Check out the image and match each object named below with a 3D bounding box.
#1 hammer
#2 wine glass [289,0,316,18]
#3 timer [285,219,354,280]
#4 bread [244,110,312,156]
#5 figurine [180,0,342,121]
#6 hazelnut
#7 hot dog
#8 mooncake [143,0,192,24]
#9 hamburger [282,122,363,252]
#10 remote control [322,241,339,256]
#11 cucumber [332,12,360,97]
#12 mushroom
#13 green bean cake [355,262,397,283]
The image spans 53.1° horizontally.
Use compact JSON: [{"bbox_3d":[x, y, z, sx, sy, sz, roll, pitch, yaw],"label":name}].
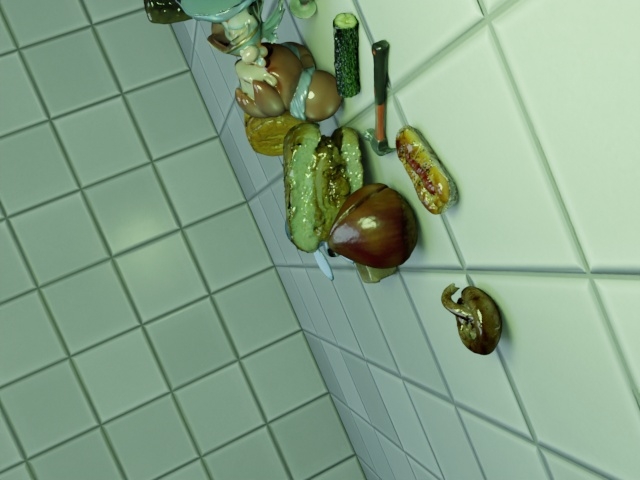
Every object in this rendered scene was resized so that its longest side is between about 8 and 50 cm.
[{"bbox_3d":[0.123,-0.292,1.339,0.111,0.033,0.288,57,164,36],"label":"hammer"},{"bbox_3d":[-0.030,-0.557,1.408,0.073,0.073,0.155,64,170,11],"label":"wine glass"},{"bbox_3d":[-0.001,-0.016,2.127,0.255,0.175,0.175,39,172,-13],"label":"timer"},{"bbox_3d":[-0.122,-0.336,1.868,0.236,0.198,0.120,96,165,-66],"label":"bread"},{"bbox_3d":[-0.132,-0.446,1.497,0.277,0.248,0.388,58,177,41],"label":"figurine"},{"bbox_3d":[0.115,-0.024,1.462,0.208,0.208,0.208,59,165,26],"label":"hazelnut"},{"bbox_3d":[0.203,-0.136,1.252,0.108,0.059,0.191,102,145,-61],"label":"hot dog"},{"bbox_3d":[-0.494,-0.948,2.144,0.394,0.246,0.393,-151,47,-69],"label":"mooncake"},{"bbox_3d":[0.002,-0.142,1.623,0.277,0.195,0.318,-114,23,-72],"label":"hamburger"},{"bbox_3d":[0.037,-0.061,1.801,0.087,0.047,0.244,72,-160,-53],"label":"remote control"},{"bbox_3d":[0.054,-0.397,1.378,0.058,0.058,0.187,56,163,36],"label":"cucumber"},{"bbox_3d":[0.307,0.149,1.286,0.170,0.080,0.135,57,152,37],"label":"mushroom"},{"bbox_3d":[0.131,0.024,1.741,0.109,0.085,0.179,155,92,-78],"label":"green bean cake"}]
